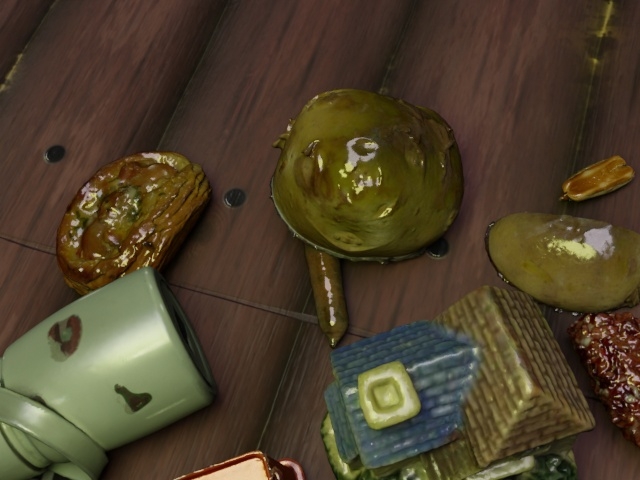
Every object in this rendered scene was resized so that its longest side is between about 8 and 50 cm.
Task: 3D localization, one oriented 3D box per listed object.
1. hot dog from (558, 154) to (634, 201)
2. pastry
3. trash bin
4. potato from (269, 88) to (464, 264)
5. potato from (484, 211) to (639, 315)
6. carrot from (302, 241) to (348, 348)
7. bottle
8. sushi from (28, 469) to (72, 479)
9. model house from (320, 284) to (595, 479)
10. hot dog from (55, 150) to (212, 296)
[{"bbox_3d":[0.420,-0.090,1.165,0.133,0.041,0.056,-22,63,-14],"label":"hot dog"},{"bbox_3d":[0.407,0.185,0.992,0.115,0.097,0.208,-26,63,0],"label":"pastry"},{"bbox_3d":[-0.082,0.347,0.883,0.161,0.238,0.184,-18,65,-3],"label":"trash bin"},{"bbox_3d":[0.094,-0.107,1.079,0.300,0.196,0.246,-16,74,-22],"label":"potato"},{"bbox_3d":[0.359,0.031,1.073,0.261,0.100,0.120,14,65,13],"label":"potato"},{"bbox_3d":[0.000,0.000,1.148,0.070,0.070,0.342,-10,68,1],"label":"carrot"},{"bbox_3d":[-0.331,0.201,0.995,0.352,0.229,0.229,-26,64,-7],"label":"bottle"},{"bbox_3d":[-0.447,0.431,0.973,0.340,0.068,0.320,21,68,15],"label":"sushi"},{"bbox_3d":[0.161,0.219,0.911,0.322,0.266,0.261,-17,59,-3],"label":"model house"},{"bbox_3d":[-0.279,-0.030,1.158,0.196,0.122,0.272,22,69,28],"label":"hot dog"}]
